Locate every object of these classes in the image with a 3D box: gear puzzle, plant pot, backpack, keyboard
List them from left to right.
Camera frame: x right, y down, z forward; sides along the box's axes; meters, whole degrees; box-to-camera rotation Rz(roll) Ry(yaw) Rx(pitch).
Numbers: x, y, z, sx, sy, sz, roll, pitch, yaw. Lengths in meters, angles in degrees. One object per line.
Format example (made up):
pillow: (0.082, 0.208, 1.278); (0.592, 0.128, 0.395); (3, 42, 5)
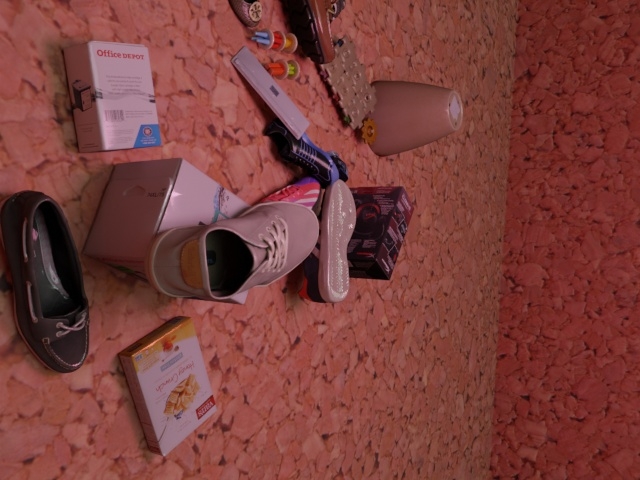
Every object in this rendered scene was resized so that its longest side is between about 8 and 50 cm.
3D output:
keyboard: (-0.121, -0.369, 1.538); (0.256, 0.014, 0.072); (48, 45, -22)
backpack: (0.024, -0.200, 1.740); (0.114, 0.104, 0.084); (33, 42, -61)
gear puzzle: (0.099, -0.444, 1.884); (0.175, 0.044, 0.339); (-53, 128, -31)
plant pot: (0.316, -0.415, 2.014); (0.256, 0.273, 0.257); (0, 90, -55)

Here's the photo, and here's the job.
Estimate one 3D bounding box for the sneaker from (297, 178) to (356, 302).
sneaker: (0.000, 0.000, 1.675); (0.131, 0.148, 0.350); (28, 62, -44)

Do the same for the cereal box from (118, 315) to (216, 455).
cereal box: (-0.315, 0.304, 1.296); (0.173, 0.047, 0.240); (-35, 119, -50)

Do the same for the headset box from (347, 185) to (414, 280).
headset box: (0.133, -0.038, 1.800); (0.110, 0.217, 0.293); (53, 48, -43)

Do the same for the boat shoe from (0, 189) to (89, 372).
boat shoe: (-0.457, 0.080, 1.041); (0.112, 0.095, 0.336); (-31, 115, -51)

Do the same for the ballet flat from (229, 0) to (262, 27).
ballet flat: (-0.191, -0.634, 1.454); (0.084, 0.058, 0.250); (-46, 127, -44)

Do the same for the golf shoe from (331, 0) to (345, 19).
golf shoe: (0.009, -0.713, 1.732); (0.198, 0.077, 0.094); (48, 53, -43)

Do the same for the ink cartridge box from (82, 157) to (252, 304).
ink cartridge box: (-0.278, -0.012, 1.214); (0.270, 0.198, 0.197); (37, 62, -49)

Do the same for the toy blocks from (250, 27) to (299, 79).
toy blocks: (-0.119, -0.475, 1.567); (0.148, 0.054, 0.123); (-16, 103, -55)

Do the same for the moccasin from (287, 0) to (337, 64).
moccasin: (-0.020, -0.666, 1.632); (0.146, 0.139, 0.381); (-21, 101, -26)

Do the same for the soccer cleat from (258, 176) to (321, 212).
soccer cleat: (-0.098, -0.082, 1.564); (0.318, 0.108, 0.117); (-55, 129, -36)

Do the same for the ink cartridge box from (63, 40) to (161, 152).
ink cartridge box: (-0.387, -0.266, 1.151); (0.139, 0.082, 0.191); (-19, 105, -55)

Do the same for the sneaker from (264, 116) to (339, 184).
sneaker: (-0.052, -0.223, 1.612); (0.232, 0.081, 0.090); (48, 58, -11)

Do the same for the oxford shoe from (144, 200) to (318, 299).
oxford shoe: (-0.122, 0.018, 1.157); (0.449, 0.130, 0.169); (-15, 102, -55)
